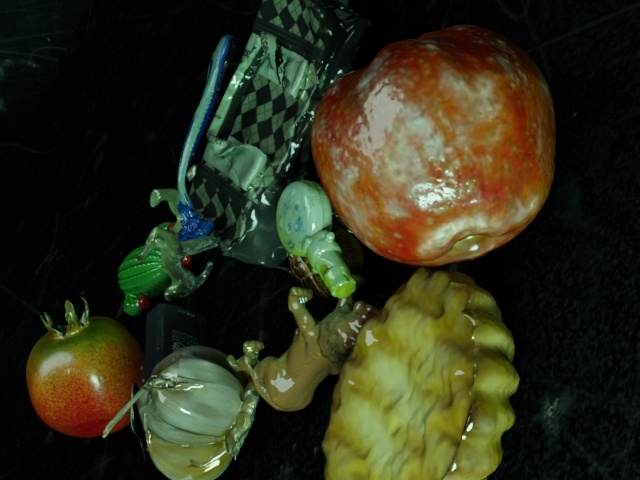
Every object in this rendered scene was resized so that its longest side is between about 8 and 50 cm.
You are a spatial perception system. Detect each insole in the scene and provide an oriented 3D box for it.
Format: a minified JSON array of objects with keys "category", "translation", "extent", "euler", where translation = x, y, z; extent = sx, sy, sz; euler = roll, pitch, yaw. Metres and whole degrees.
[{"category":"insole","translation":[-0.289,0.294,2.090],"extent":[0.322,0.007,0.109],"euler":[97,171,-73]}]

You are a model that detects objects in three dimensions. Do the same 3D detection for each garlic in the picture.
[{"category":"garlic","translation":[-0.187,0.258,1.898],"extent":[0.207,0.256,0.207],"euler":[1,91,23]}]

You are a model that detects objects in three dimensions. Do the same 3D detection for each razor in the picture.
[{"category":"razor","translation":[-0.177,-0.162,1.941],"extent":[0.093,0.056,0.324],"euler":[-8,70,60]}]

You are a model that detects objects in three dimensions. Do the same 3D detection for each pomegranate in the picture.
[{"category":"pomegranate","translation":[-0.417,0.224,2.302],"extent":[0.221,0.221,0.257],"euler":[-145,39,-63]}]

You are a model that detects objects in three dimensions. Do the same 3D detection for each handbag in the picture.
[{"category":"handbag","translation":[-0.058,-0.180,1.958],"extent":[0.317,0.180,0.416],"euler":[-135,65,-70]}]

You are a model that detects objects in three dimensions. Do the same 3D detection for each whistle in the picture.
[{"category":"whistle","translation":[0.000,0.000,1.727],"extent":[0.198,0.057,0.104],"euler":[57,137,40]}]

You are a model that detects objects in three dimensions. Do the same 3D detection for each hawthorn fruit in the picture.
[{"category":"hawthorn fruit","translation":[0.132,-0.108,1.483],"extent":[0.284,0.284,0.284],"euler":[-42,36,42]}]

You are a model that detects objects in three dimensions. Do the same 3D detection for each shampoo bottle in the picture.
[{"category":"shampoo bottle","translation":[-0.236,0.246,2.100],"extent":[0.071,0.098,0.309],"euler":[-42,37,35]}]

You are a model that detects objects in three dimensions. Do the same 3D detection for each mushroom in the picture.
[{"category":"mushroom","translation":[0.006,0.022,1.820],"extent":[0.126,0.085,0.109],"euler":[19,75,39]}]

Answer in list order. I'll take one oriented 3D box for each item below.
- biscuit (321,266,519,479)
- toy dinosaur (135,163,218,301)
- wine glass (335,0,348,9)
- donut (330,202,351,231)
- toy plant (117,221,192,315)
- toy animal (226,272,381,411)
[{"category":"biscuit","translation":[0.117,0.194,1.465],"extent":[0.326,0.107,0.326],"euler":[-48,30,39]},{"category":"toy dinosaur","translation":[-0.219,-0.030,2.202],"extent":[0.294,0.162,0.077],"euler":[-55,48,20]},{"category":"wine glass","translation":[0.016,-0.449,2.167],"extent":[0.079,0.079,0.195],"euler":[-40,37,44]},{"category":"donut","translation":[0.104,-0.125,1.732],"extent":[0.269,0.103,0.270],"euler":[-39,41,44]},{"category":"toy plant","translation":[-0.301,0.041,2.389],"extent":[0.240,0.088,0.155],"euler":[-44,34,38]},{"category":"toy animal","translation":[-0.012,0.153,1.758],"extent":[0.312,0.097,0.157],"euler":[-47,39,39]}]
